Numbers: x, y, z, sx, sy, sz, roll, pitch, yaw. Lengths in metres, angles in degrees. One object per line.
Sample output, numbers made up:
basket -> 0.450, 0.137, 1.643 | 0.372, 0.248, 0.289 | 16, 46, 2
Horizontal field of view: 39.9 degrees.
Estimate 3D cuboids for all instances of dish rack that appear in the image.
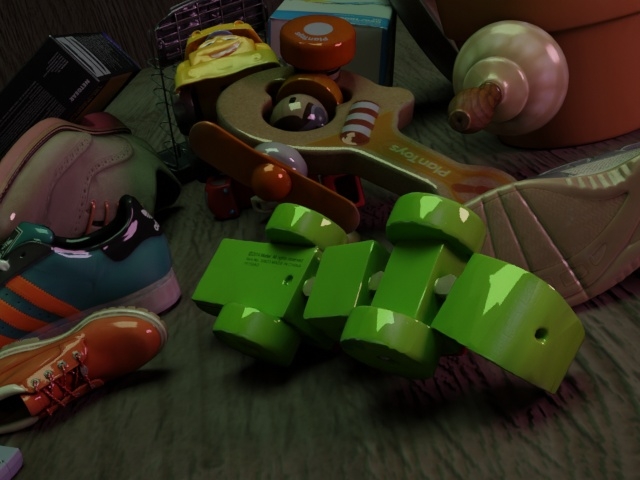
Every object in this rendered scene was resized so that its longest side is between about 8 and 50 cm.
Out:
dish rack -> -0.160, -0.228, 1.281 | 0.208, 0.271, 0.074 | -30, 43, -32

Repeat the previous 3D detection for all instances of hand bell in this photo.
hand bell -> 0.160, -0.137, 0.856 | 0.126, 0.126, 0.242 | -5, 17, 25

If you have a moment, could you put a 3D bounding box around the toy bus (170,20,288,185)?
toy bus -> -0.112, -0.203, 1.132 | 0.150, 0.220, 0.211 | -13, 59, -1

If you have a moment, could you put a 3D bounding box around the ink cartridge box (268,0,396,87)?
ink cartridge box -> 0.023, -0.272, 1.322 | 0.168, 0.171, 0.232 | 5, 28, 6

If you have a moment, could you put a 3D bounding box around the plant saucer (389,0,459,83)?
plant saucer -> 0.172, -0.348, 1.362 | 0.050, 0.310, 0.310 | -33, 13, 21

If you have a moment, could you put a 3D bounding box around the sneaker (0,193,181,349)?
sneaker -> -0.284, 0.048, 0.805 | 0.302, 0.121, 0.108 | -23, 21, -22

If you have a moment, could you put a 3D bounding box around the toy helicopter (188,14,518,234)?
toy helicopter -> 0.034, -0.088, 0.882 | 0.355, 0.140, 0.235 | 30, 46, 31

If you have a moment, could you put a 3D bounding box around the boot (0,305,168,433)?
boot -> -0.195, 0.105, 0.692 | 0.158, 0.059, 0.084 | -20, 22, 7

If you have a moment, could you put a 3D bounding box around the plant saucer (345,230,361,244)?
plant saucer -> 0.000, 0.000, 0.900 | 0.083, 0.015, 0.083 | -12, 20, 5

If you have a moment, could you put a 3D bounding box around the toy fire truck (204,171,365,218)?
toy fire truck -> -0.048, -0.059, 1.050 | 0.192, 0.047, 0.135 | -14, 21, 4

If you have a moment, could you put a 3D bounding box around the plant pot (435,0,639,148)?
plant pot -> 0.299, -0.238, 1.069 | 0.291, 0.203, 0.291 | -13, 20, 5

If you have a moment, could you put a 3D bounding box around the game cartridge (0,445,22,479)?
game cartridge -> -0.248, 0.170, 0.604 | 0.056, 0.017, 0.083 | -5, 21, 34

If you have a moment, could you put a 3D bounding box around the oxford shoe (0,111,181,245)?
oxford shoe -> -0.261, -0.052, 0.999 | 0.147, 0.140, 0.397 | 32, 22, -1

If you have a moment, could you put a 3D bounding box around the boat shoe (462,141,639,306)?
boat shoe -> 0.205, -0.013, 0.686 | 0.285, 0.102, 0.092 | -24, -4, 2

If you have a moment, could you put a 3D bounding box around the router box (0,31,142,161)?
router box -> -0.384, -0.132, 1.146 | 0.309, 0.081, 0.243 | -44, 10, 11

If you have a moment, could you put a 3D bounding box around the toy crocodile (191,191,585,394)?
toy crocodile -> 0.026, 0.043, 0.641 | 0.341, 0.105, 0.115 | -1, 58, 46
